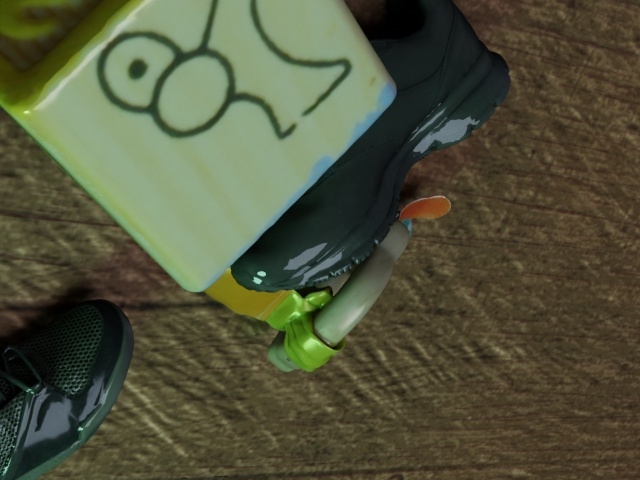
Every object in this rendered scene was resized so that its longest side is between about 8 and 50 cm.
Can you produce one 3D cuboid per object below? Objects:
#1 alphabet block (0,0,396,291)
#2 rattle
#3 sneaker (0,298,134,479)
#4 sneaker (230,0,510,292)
[{"bbox_3d":[-0.104,-0.122,0.870,0.192,0.193,0.197,-46,139,-8],"label":"alphabet block"},{"bbox_3d":[0.000,0.000,1.181,0.200,0.142,0.130,-53,174,-20],"label":"rattle"},{"bbox_3d":[-0.235,0.115,1.008,0.227,0.087,0.130,-40,145,-4],"label":"sneaker"},{"bbox_3d":[0.018,-0.082,1.080,0.286,0.109,0.130,-50,121,-25],"label":"sneaker"}]
